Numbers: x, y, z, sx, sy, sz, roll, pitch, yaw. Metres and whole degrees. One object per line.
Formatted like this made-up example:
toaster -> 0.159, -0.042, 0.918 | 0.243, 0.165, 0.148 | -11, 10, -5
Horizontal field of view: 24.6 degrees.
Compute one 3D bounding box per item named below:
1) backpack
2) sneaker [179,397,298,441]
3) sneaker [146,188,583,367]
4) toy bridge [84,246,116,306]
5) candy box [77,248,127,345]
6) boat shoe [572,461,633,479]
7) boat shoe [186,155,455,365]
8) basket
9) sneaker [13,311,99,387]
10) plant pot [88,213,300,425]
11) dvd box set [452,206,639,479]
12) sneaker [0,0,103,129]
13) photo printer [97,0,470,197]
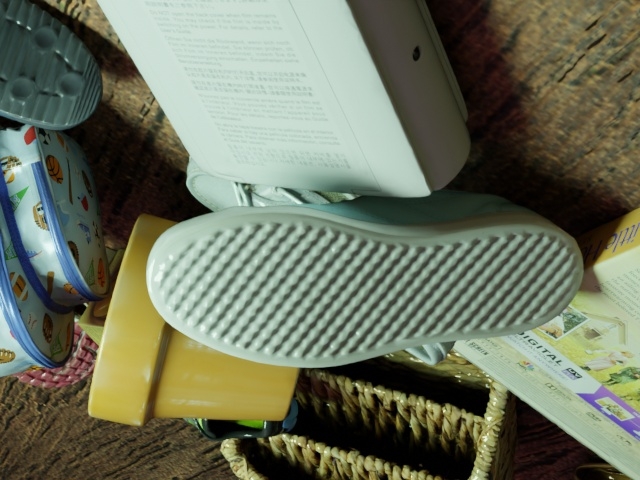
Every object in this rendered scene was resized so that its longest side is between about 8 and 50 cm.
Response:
backpack -> -0.322, 0.009, 1.464 | 0.213, 0.263, 0.276 | -8, 173, 11
sneaker -> -0.118, 0.167, 1.538 | 0.188, 0.078, 0.067 | 11, 104, 21
sneaker -> 0.027, 0.021, 1.239 | 0.366, 0.135, 0.150 | 2, -165, -17
toy bridge -> -0.270, 0.060, 1.780 | 0.063, 0.026, 0.188 | 23, 150, 13
candy box -> -0.168, 0.069, 1.628 | 0.186, 0.109, 0.053 | 4, 145, 34
boat shoe -> 0.350, 0.274, 1.575 | 0.178, 0.064, 0.060 | 3, 145, 40
boat shoe -> 0.001, 0.002, 1.375 | 0.320, 0.103, 0.118 | 30, 152, 13
basket -> 0.045, 0.211, 1.572 | 0.299, 0.213, 0.223 | 16, 149, 19
sneaker -> -0.386, 0.087, 1.845 | 0.299, 0.112, 0.121 | 31, 115, -35
plant pot -> -0.111, 0.095, 1.445 | 0.188, 0.205, 0.205 | 14, 151, -3
dvd box set -> 0.336, 0.098, 1.312 | 0.307, 0.062, 0.420 | 35, 150, -14
sneaker -> -0.345, -0.188, 1.398 | 0.319, 0.112, 0.131 | 26, 169, 5
photo printer -> -0.040, -0.171, 1.146 | 0.256, 0.107, 0.307 | 6, 144, 32
